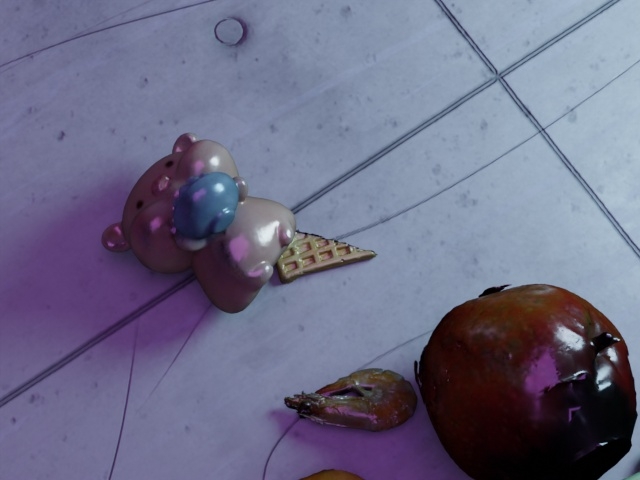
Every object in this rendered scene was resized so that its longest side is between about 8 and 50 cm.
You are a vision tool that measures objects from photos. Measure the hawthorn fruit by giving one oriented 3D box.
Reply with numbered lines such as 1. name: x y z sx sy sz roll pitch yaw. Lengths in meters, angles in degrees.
1. hawthorn fruit: 0.280 0.210 1.868 0.316 0.316 0.316 1 73 -3

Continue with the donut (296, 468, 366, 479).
1. donut: 0.001 0.403 1.885 0.190 0.074 0.174 -36 56 -22

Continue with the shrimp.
1. shrimp: 0.043 0.228 1.978 0.190 0.042 0.101 -2 52 -3

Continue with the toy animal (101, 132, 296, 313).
1. toy animal: -0.153 -0.020 1.972 0.221 0.229 0.210 43 71 -29

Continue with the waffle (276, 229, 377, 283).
1. waffle: 0.000 0.000 2.052 0.153 0.023 0.097 -15 75 -6

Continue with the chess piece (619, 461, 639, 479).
1. chess piece: 0.463 0.347 1.876 0.298 0.176 0.176 -39 78 -26
